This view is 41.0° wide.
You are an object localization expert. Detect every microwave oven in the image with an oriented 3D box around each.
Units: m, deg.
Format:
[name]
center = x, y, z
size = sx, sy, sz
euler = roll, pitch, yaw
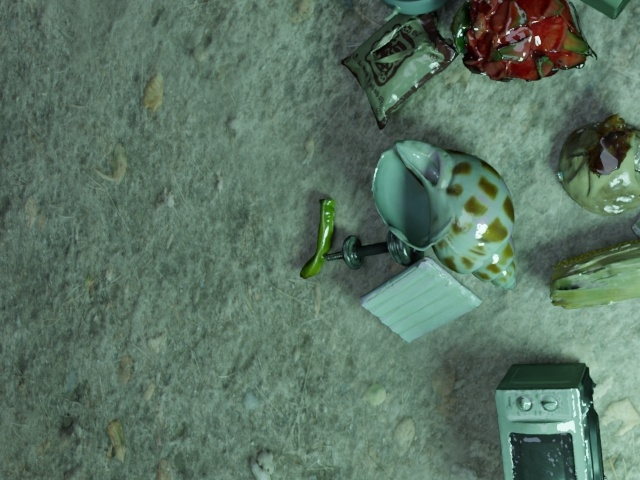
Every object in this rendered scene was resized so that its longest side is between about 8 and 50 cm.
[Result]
[microwave oven]
center = 0.471, 0.413, 1.725
size = 0.181, 0.237, 0.295
euler = -6, 94, 23

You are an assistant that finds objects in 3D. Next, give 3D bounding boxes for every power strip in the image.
[power strip]
center = 0.206, -0.528, 1.761
size = 0.216, 0.044, 0.137
euler = -38, 61, -2

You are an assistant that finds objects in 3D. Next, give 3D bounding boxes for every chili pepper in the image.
[chili pepper]
center = 0.000, 0.000, 1.983
size = 0.050, 0.052, 0.202
euler = 12, 103, -12

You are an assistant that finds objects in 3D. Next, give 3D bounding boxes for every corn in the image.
[corn]
center = 0.603, 0.065, 1.681
size = 0.305, 0.123, 0.122
euler = -16, 92, 26

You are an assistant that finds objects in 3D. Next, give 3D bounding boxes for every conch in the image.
[conch]
center = 0.275, -0.050, 1.766
size = 0.249, 0.197, 0.368
euler = -31, 76, 18

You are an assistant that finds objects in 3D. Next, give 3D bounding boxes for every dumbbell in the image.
[dumbbell]
center = 0.122, 0.018, 1.907
size = 0.254, 0.110, 0.110
euler = -10, 93, 32

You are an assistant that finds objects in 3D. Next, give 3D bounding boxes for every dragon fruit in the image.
[dragon fruit]
center = 0.402, -0.399, 1.679
size = 0.293, 0.234, 0.234
euler = 19, 108, -17

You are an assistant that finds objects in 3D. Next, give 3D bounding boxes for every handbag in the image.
[handbag]
center = 0.168, -0.380, 1.815
size = 0.235, 0.127, 0.213
euler = -38, 53, 22

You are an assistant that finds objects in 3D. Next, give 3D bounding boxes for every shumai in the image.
[shumai]
center = 0.562, -0.146, 1.673
size = 0.201, 0.120, 0.201
euler = 2, 96, 22

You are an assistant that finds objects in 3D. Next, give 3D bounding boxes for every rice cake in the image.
[rice cake]
center = 0.215, 0.130, 1.867
size = 0.189, 0.037, 0.198
euler = 39, 120, -21

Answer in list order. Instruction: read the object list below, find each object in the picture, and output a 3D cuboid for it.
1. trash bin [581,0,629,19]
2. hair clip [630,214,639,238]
[trash bin]
center = 0.475, -0.600, 1.612
size = 0.343, 0.158, 0.223
euler = 39, 100, 13
[hair clip]
center = 0.675, -0.056, 1.687
size = 0.054, 0.022, 0.137
euler = 45, 113, 13
